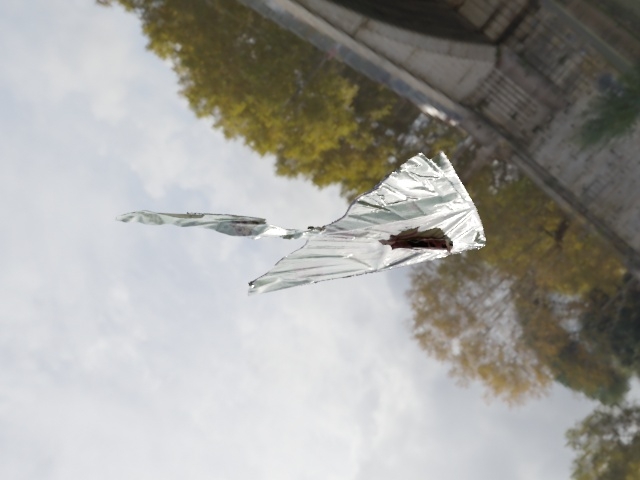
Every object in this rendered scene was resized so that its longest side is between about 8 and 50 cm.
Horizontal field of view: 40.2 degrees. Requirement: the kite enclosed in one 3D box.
[{"bbox_3d":[0.000,-0.001,0.512,0.250,0.229,0.012,6,-115,-31],"label":"kite"}]
